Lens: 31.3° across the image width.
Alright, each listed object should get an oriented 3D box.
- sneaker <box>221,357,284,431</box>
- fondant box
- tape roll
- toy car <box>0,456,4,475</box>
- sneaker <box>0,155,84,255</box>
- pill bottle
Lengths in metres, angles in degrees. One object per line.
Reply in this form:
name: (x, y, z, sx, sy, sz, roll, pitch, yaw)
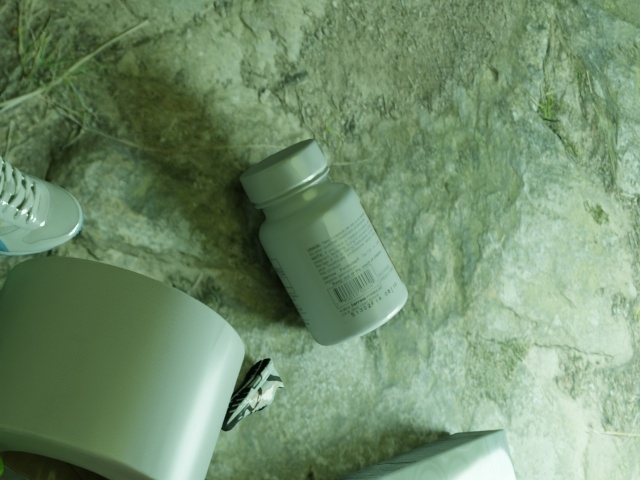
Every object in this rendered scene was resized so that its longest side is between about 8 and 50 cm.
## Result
sneaker: (-0.078, 0.186, 1.327, 0.109, 0.040, 0.043, -48, 113, -38)
fondant box: (0.123, 0.391, 1.418, 0.330, 0.096, 0.238, -11, 87, -42)
tape roll: (-0.211, 0.146, 1.080, 0.246, 0.246, 0.169, 35, 58, -30)
toy car: (-0.275, 0.280, 1.009, 0.155, 0.149, 0.188, -51, 141, 11)
sneaker: (-0.330, -0.045, 1.125, 0.229, 0.092, 0.087, 18, 66, -39)
pill bottle: (0.000, 0.000, 1.381, 0.131, 0.131, 0.229, -38, 105, -41)
